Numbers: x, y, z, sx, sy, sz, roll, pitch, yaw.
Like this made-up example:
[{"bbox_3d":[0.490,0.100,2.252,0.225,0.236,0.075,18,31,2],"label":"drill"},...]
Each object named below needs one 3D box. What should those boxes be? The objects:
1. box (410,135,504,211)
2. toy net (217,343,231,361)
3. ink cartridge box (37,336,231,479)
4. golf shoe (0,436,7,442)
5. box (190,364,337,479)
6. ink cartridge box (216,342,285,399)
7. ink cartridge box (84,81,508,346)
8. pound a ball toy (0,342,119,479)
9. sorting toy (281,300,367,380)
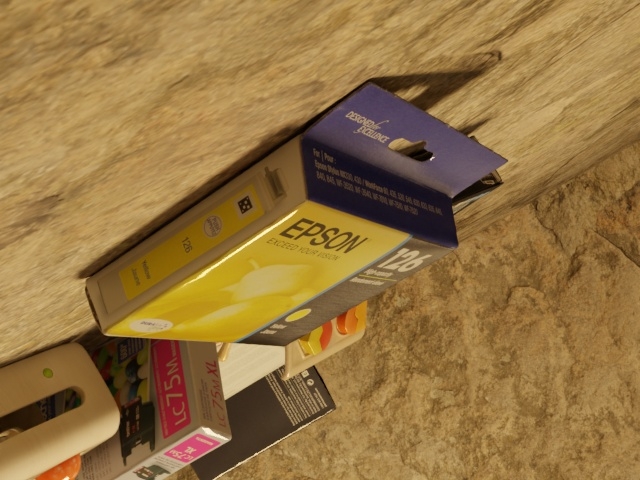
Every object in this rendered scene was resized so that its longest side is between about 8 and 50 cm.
[{"bbox_3d":[0.045,-0.012,1.354,0.242,0.076,0.307,-36,171,38],"label":"box"},{"bbox_3d":[-0.161,0.127,1.596,0.232,0.045,0.122,-31,135,0],"label":"toy net"},{"bbox_3d":[-0.246,0.214,1.331,0.311,0.185,0.065,-35,139,26],"label":"ink cartridge box"},{"bbox_3d":[-0.487,0.308,1.462,0.273,0.105,0.120,-10,129,-51],"label":"golf shoe"},{"bbox_3d":[-0.154,0.330,2.381,0.313,0.178,0.343,-29,-176,-2],"label":"box"},{"bbox_3d":[-0.238,0.194,1.797,0.308,0.091,0.385,-31,156,7],"label":"ink cartridge box"},{"bbox_3d":[0.000,0.000,1.017,0.307,0.072,0.304,-30,158,23],"label":"ink cartridge box"},{"bbox_3d":[-0.357,0.232,1.180,0.208,0.135,0.319,-35,172,33],"label":"pound a ball toy"},{"bbox_3d":[0.016,0.089,1.651,0.193,0.038,0.208,-23,125,-49],"label":"sorting toy"}]
